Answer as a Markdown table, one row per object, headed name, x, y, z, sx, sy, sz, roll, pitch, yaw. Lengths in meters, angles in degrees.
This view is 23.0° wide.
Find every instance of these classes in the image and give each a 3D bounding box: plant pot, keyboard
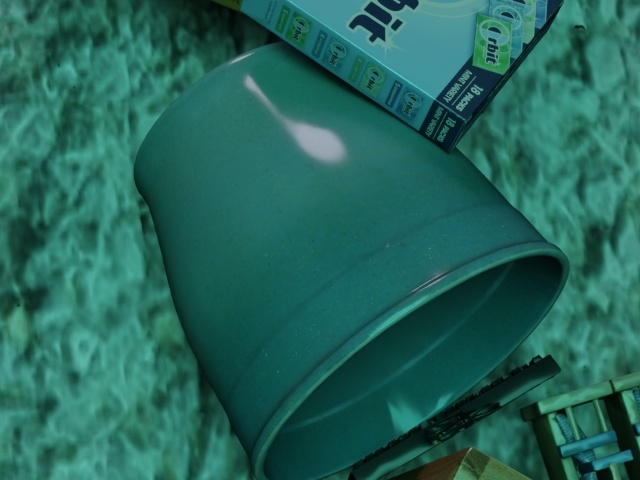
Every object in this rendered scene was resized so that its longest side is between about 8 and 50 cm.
| name | x | y | z | sx | sy | sz | roll | pitch | yaw |
| --- | --- | --- | --- | --- | --- | --- | --- | --- | --- |
| plant pot | 0.000 | 0.000 | 1.166 | 0.271 | 0.271 | 0.255 | -32 | 69 | -11 |
| keyboard | 0.101 | 0.140 | 1.213 | 0.180 | 0.108 | 0.023 | -30 | 82 | -10 |

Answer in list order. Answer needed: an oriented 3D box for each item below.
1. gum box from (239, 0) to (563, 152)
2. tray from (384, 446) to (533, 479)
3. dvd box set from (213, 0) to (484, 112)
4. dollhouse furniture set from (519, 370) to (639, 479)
| name | x | y | z | sx | sy | sz | roll | pitch | yaw |
| --- | --- | --- | --- | --- | --- | --- | --- | --- | --- |
| gum box | 0.061 | -0.170 | 1.139 | 0.184 | 0.041 | 0.157 | 34 | 54 | 8 |
| tray | 0.133 | 0.231 | 1.042 | 0.203 | 0.411 | 0.076 | 30 | 78 | 1 |
| dvd box set | -0.014 | -0.302 | 1.267 | 0.420 | 0.062 | 0.307 | 22 | 55 | -1 |
| dollhouse furniture set | 0.249 | 0.162 | 1.183 | 0.129 | 0.184 | 0.129 | -16 | 80 | -8 |
